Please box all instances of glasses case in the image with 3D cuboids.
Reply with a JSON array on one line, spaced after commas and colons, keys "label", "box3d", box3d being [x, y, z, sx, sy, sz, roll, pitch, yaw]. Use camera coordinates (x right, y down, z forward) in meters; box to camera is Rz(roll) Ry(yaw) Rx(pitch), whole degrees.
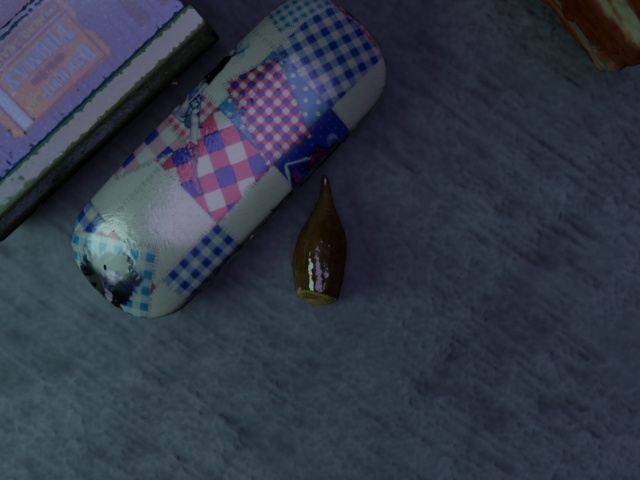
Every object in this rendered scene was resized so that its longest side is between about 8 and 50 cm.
[{"label": "glasses case", "box3d": [-0.079, -0.071, 0.824, 0.125, 0.076, 0.327, 44, 93, -1]}]

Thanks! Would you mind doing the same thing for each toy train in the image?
[{"label": "toy train", "box3d": [-0.245, -0.156, 0.793, 0.299, 0.131, 0.202, -42, 97, 2]}]

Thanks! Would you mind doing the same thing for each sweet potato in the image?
[{"label": "sweet potato", "box3d": [0.000, 0.000, 0.838, 0.049, 0.049, 0.117, 3, 88, 1]}]

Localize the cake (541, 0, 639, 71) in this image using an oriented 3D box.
[{"label": "cake", "box3d": [0.255, -0.304, 0.691, 0.269, 0.319, 0.270, -37, 85, 4]}]
